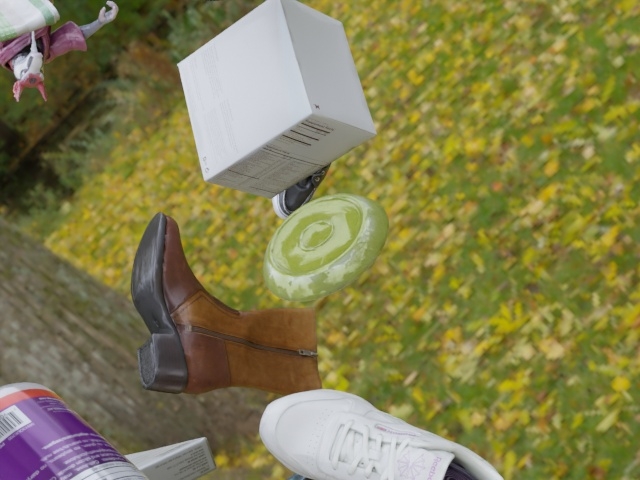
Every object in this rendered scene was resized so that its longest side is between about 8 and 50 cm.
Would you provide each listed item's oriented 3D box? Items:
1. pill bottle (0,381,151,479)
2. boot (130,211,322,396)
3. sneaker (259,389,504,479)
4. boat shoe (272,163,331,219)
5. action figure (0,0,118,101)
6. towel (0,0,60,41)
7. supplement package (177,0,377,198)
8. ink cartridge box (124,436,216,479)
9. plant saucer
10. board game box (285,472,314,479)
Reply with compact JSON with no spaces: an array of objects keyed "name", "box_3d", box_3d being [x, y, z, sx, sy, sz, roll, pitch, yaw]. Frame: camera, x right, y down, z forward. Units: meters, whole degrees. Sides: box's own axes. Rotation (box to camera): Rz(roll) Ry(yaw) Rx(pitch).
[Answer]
[{"name":"pill bottle","box_3d":[-0.275,0.309,1.264,0.323,0.181,0.181,34,78,31]},{"name":"boot","box_3d":[-0.122,0.096,1.649,0.096,0.280,0.264,-42,51,48]},{"name":"sneaker","box_3d":[0.080,0.247,1.352,0.152,0.305,0.114,124,164,-75]},{"name":"boat shoe","box_3d":[-0.014,-0.143,2.125,0.229,0.080,0.076,-61,19,-14]},{"name":"action figure","box_3d":[-0.516,-0.407,1.944,0.275,0.248,0.370,-8,74,31]},{"name":"towel","box_3d":[-0.334,-0.207,1.079,0.152,0.023,0.113,-23,35,-21]},{"name":"supplement package","box_3d":[-0.063,-0.196,1.602,0.203,0.149,0.194,-29,66,32]},{"name":"ink cartridge box","box_3d":[-0.339,0.392,1.792,0.238,0.060,0.275,-21,-3,39]},{"name":"plant saucer","box_3d":[0.000,0.000,1.947,0.240,0.037,0.241,-21,38,17]},{"name":"board game box","box_3d":[-0.027,0.375,1.532,0.186,0.126,0.026,-32,26,-27]}]
